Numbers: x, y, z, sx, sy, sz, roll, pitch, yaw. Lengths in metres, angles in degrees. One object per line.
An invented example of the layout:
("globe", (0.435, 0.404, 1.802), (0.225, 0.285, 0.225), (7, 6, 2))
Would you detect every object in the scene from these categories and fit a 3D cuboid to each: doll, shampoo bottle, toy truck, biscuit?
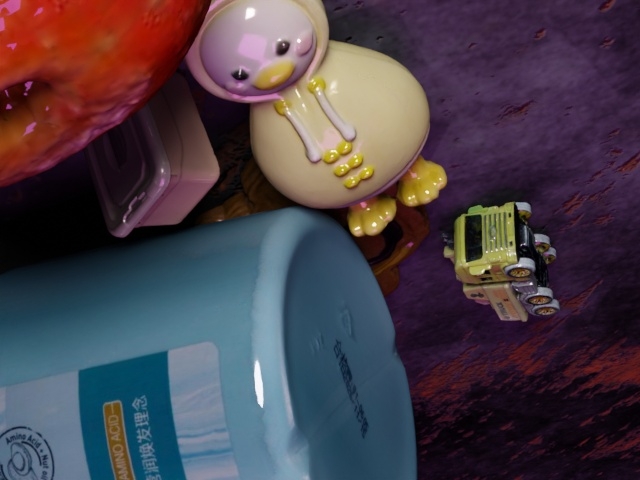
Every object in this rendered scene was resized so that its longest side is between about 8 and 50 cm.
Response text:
("doll", (-0.010, -0.105, 0.825), (0.141, 0.117, 0.296), (-28, 145, 19))
("shampoo bottle", (-0.125, 0.159, 0.958), (0.343, 0.331, 0.331), (-13, 149, 19))
("toy truck", (0.183, 0.027, 1.141), (0.100, 0.077, 0.169), (-9, 154, 22))
("biscuit", (0.000, 0.000, 1.068), (0.209, 0.041, 0.290), (-19, 148, 9))

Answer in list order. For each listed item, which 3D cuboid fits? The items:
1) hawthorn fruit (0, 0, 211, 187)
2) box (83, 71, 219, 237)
("hawthorn fruit", (-0.188, -0.165, 0.552), (0.285, 0.284, 0.284), (-9, 148, -5))
("box", (-0.131, -0.071, 0.844), (0.062, 0.122, 0.089), (0, 148, -41))
